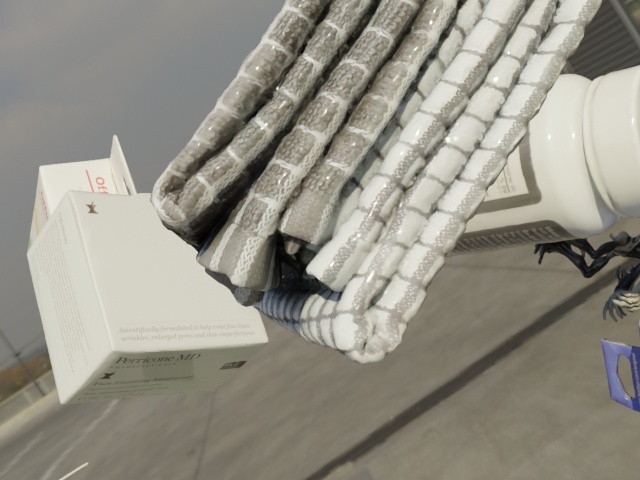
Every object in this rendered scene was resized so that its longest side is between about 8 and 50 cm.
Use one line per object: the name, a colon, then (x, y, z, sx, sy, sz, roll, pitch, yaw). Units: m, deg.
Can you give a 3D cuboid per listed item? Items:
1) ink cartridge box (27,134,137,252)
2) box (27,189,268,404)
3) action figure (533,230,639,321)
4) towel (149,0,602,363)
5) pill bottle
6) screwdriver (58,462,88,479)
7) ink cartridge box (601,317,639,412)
ink cartridge box: (-0.386, 0.010, 1.330, 0.119, 0.207, 0.353, -10, -25, -29)
box: (-0.179, 0.057, 0.839, 0.181, 0.182, 0.119, 3, -36, -42)
action figure: (0.456, 0.050, 1.206, 0.141, 0.276, 0.164, -64, -21, -15)
towel: (0.024, -0.088, 0.452, 0.283, 0.121, 0.235, -58, 9, -4)
pill bottle: (0.261, -0.094, 1.045, 0.361, 0.204, 0.204, -9, 19, 43)
screwdriver: (-0.429, 0.386, 1.270, 0.170, 0.024, 0.025, -35, -28, 15)
ink cartridge box: (0.530, 0.171, 0.943, 0.395, 0.270, 0.151, -5, 24, 28)
